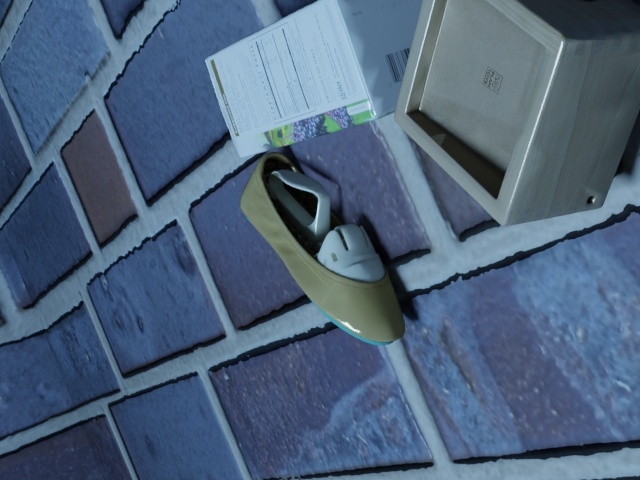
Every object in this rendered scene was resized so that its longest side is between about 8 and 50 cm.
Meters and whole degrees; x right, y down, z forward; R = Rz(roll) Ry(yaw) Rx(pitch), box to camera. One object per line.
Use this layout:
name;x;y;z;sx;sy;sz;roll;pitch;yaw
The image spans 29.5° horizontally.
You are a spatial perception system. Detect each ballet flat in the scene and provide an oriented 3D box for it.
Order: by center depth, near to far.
ballet flat;0.000;0.000;1.082;0.232;0.080;0.073;44;129;37

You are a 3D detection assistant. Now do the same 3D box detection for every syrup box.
syrup box;0.006;-0.134;0.950;0.237;0.093;0.096;-9;101;62

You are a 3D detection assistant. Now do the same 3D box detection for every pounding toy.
pounding toy;0.122;-0.148;0.742;0.181;0.094;0.206;50;139;41
